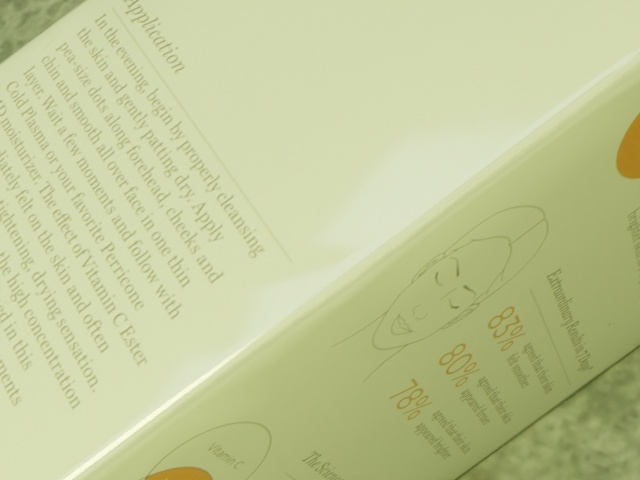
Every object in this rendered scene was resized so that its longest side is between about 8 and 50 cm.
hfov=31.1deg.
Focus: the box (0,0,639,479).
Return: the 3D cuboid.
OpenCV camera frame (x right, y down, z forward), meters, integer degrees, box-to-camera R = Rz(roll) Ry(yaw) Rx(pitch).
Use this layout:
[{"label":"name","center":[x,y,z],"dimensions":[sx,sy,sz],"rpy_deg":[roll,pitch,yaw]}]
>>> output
[{"label":"box","center":[0.000,0.000,0.467],"dimensions":[0.345,0.215,0.168],"rpy_deg":[-36,59,0]}]
